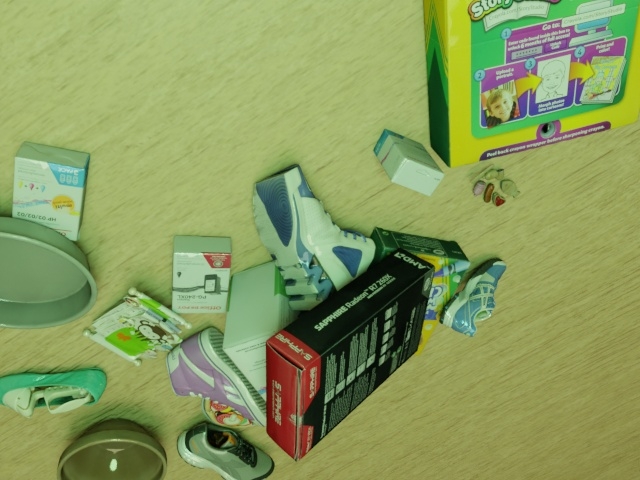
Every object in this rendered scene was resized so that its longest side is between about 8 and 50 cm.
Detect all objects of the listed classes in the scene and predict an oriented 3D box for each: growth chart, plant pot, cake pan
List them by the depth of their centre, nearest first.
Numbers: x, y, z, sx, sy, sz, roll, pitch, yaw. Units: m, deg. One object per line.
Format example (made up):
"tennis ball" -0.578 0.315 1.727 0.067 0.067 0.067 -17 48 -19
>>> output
"cake pan" -0.541 0.060 0.978 0.293 0.054 0.293 -4 141 -4
"growth chart" -0.367 0.182 1.133 0.172 0.021 0.237 36 129 -27
"plant pot" -0.478 0.496 1.306 0.237 0.110 0.237 -6 126 -8

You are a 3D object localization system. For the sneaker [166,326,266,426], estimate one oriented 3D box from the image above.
"sneaker" -0.229 0.328 1.254 0.161 0.102 0.282 -30 110 12

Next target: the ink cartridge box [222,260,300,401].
"ink cartridge box" -0.076 0.213 1.140 0.117 0.201 0.278 -19 127 12

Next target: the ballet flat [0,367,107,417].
"ballet flat" -0.580 0.323 1.175 0.247 0.087 0.083 -5 126 -10

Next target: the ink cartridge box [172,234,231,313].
"ink cartridge box" -0.233 0.069 1.096 0.109 0.063 0.150 1 124 -14

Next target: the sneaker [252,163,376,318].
"sneaker" 0.000 0.001 1.074 0.182 0.127 0.316 -30 107 -40

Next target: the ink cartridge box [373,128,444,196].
"ink cartridge box" 0.157 -0.141 1.007 0.088 0.122 0.052 17 118 -23

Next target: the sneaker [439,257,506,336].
"sneaker" 0.348 0.125 1.221 0.211 0.081 0.080 -45 154 -21

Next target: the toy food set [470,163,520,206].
"toy food set" 0.350 -0.109 1.142 0.078 0.019 0.122 -40 132 15

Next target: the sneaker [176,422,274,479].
"sneaker" -0.218 0.529 1.391 0.271 0.100 0.108 33 119 -30

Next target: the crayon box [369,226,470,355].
"crayon box" 0.162 0.140 1.229 0.203 0.083 0.323 9 122 -19

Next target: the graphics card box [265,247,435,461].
"graphics card box" 0.059 0.192 1.012 0.371 0.094 0.233 -30 136 -38

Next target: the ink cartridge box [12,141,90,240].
"ink cartridge box" -0.458 -0.065 0.949 0.104 0.061 0.181 9 122 -19

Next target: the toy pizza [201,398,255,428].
"toy pizza" -0.185 0.395 1.354 0.201 0.032 0.201 -7 125 -9

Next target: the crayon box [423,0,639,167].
"crayon box" 0.366 -0.319 0.945 0.362 0.106 0.313 -14 125 -4
